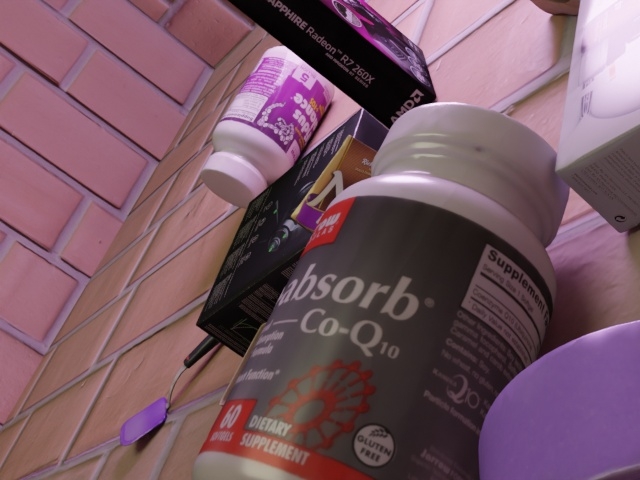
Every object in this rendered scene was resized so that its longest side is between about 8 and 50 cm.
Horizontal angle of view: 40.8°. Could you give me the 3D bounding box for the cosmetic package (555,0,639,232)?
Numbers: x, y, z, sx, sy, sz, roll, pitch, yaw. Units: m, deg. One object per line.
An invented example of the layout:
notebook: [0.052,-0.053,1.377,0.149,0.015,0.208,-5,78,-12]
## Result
cosmetic package: [0.354,-0.217,0.723,0.284,0.097,0.377,-30,29,43]

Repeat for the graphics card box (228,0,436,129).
graphics card box: [0.006,-0.337,1.314,0.094,0.371,0.233,-46,19,22]

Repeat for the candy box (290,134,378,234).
candy box: [0.076,-0.014,0.886,0.109,0.187,0.053,-54,-17,-4]

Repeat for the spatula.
spatula: [-0.226,0.223,1.399,0.296,0.030,0.084,-49,20,9]

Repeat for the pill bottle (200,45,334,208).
pill bottle: [-0.106,-0.217,1.678,0.169,0.169,0.301,-16,42,61]

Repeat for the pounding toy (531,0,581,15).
pounding toy: [0.294,-0.382,1.054,0.155,0.154,0.269,-52,19,5]

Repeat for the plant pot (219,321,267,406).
plant pot: [-0.031,0.157,0.954,0.109,0.096,0.109,-22,35,59]

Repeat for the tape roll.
tape roll: [0.169,0.129,0.397,0.189,0.189,0.080,-41,22,31]

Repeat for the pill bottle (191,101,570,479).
pill bottle: [0.066,0.079,0.694,0.210,0.210,0.363,-22,36,56]

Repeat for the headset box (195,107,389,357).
headset box: [0.000,0.000,1.107,0.283,0.131,0.246,-37,25,40]
